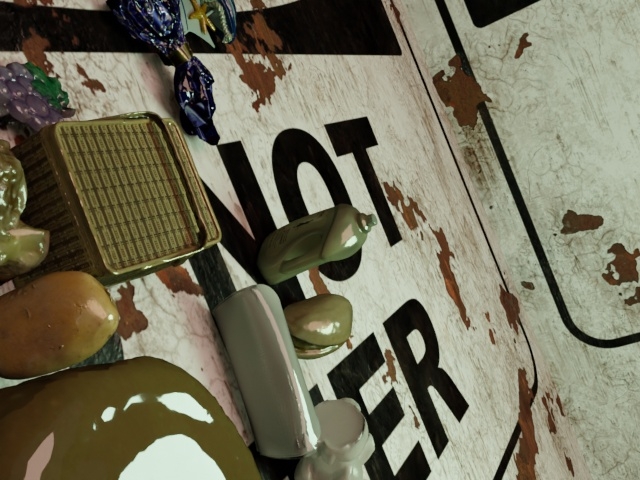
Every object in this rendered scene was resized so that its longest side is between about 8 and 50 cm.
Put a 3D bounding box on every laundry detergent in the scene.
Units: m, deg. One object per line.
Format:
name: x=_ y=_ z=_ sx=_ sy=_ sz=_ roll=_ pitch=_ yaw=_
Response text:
laundry detergent: x=0.000 y=0.000 z=1.637 sx=0.091 sy=0.253 sz=0.181 roll=61 pitch=28 yaw=-17

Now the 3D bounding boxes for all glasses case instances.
glasses case: x=-0.094 y=0.235 z=1.423 sx=0.083 sy=0.128 sz=0.308 roll=-11 pitch=82 yaw=-55

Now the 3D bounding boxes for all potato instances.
potato: x=-0.345 y=0.106 z=1.007 sx=0.109 sy=0.178 sz=0.118 roll=-156 pitch=-134 yaw=-76

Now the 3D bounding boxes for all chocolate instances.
chocolate: x=-0.270 y=-0.340 z=1.540 sx=0.343 sy=0.126 sz=0.148 roll=61 pitch=-14 yaw=-23

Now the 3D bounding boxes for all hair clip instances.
hair clip: x=-0.439 y=-0.208 z=1.203 sx=0.124 sy=0.052 sz=0.195 roll=57 pitch=21 yaw=-12

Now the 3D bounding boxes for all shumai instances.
shumai: x=-0.408 y=-0.020 z=0.987 sx=0.153 sy=0.161 sz=0.209 roll=51 pitch=14 yaw=-26

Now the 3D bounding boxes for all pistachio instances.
pistachio: x=-0.011 y=0.175 z=1.651 sx=0.226 sy=0.136 sz=0.136 roll=-17 pitch=87 yaw=-56

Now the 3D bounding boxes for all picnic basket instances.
picnic basket: x=-0.304 y=-0.055 z=1.188 sx=0.313 sy=0.175 sz=0.228 roll=-18 pitch=87 yaw=-64

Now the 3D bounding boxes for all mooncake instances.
mooncake: x=-0.261 y=0.359 z=0.878 sx=0.467 sy=0.262 sz=0.467 roll=43 pitch=37 yaw=-45

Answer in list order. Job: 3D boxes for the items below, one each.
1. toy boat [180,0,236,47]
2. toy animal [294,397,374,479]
toy boat: x=-0.285 y=-0.482 z=1.700 sx=0.220 sy=0.067 sz=0.291 roll=58 pitch=39 yaw=-20
toy animal: x=0.028 y=0.388 z=1.505 sx=0.193 sy=0.127 sz=0.178 roll=85 pitch=22 yaw=-45
